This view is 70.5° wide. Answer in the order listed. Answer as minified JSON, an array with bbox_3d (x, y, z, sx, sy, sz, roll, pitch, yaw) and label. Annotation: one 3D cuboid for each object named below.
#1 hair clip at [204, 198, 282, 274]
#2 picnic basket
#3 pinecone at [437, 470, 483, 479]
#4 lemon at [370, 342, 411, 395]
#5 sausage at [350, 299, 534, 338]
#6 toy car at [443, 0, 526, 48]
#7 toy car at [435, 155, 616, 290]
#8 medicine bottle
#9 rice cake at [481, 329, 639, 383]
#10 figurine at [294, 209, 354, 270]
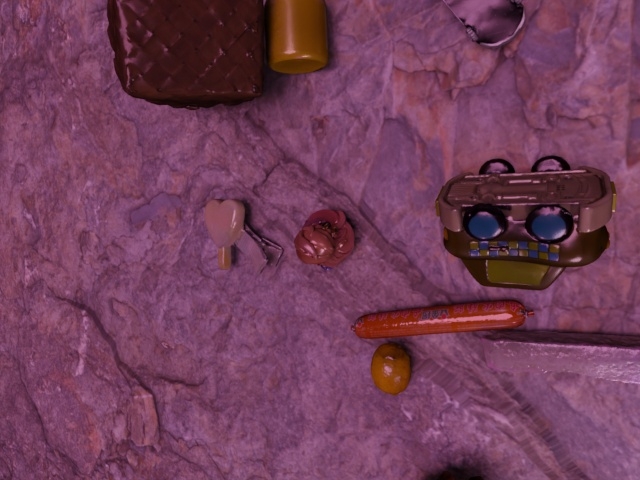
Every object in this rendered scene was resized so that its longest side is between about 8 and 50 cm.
[{"bbox_3d":[-0.193,-0.007,1.034,0.218,0.071,0.159,42,115,19],"label":"hair clip"},{"bbox_3d":[-0.258,-0.387,0.891,0.292,0.321,0.253,-3,110,-17],"label":"picnic basket"},{"bbox_3d":[0.272,0.572,0.785,0.296,0.242,0.298,41,118,19],"label":"pinecone"},{"bbox_3d":[0.139,0.256,0.895,0.082,0.082,0.110,4,103,25],"label":"lemon"},{"bbox_3d":[0.215,0.151,0.859,0.348,0.053,0.053,-11,92,27],"label":"sausage"},{"bbox_3d":[0.258,-0.413,0.760,0.095,0.056,0.204,-39,83,25],"label":"toy car"},{"bbox_3d":[0.325,-0.011,0.733,0.248,0.204,0.198,0,120,27],"label":"toy car"},{"bbox_3d":[-0.048,-0.442,0.868,0.122,0.122,0.212,1,97,26],"label":"medicine bottle"},{"bbox_3d":[0.473,0.190,0.734,0.400,0.064,0.070,-1,106,26],"label":"rice cake"},{"bbox_3d":[0.010,0.001,0.895,0.114,0.157,0.126,9,96,3],"label":"figurine"}]
